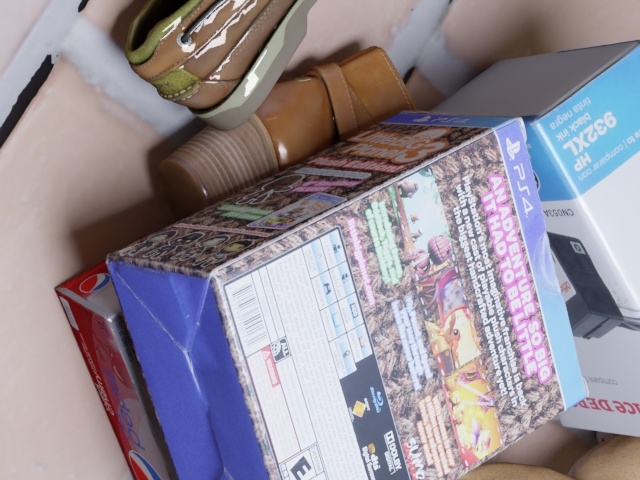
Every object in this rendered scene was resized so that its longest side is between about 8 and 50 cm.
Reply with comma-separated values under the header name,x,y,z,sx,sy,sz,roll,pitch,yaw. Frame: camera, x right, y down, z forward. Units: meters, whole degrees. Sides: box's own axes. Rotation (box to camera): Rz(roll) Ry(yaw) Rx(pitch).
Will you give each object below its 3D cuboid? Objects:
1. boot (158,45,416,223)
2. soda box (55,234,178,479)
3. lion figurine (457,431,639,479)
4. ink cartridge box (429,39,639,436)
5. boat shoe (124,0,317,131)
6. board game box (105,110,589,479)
name,x,y,z,sx,sy,sz,roll,pitch,yaw
boot,0.000,0.000,1.525,0.220,0.109,0.283,-33,115,-30
soda box,-0.109,0.133,1.481,0.092,0.083,0.263,-32,122,-25
lion figurine,0.266,0.213,1.694,0.392,0.240,0.142,-31,121,-26
ink cartridge box,0.230,0.005,1.560,0.129,0.223,0.307,-37,105,-22
boat shoe,-0.035,-0.235,1.403,0.104,0.111,0.307,33,77,-32
board game box,0.026,0.064,1.393,0.291,0.141,0.232,-26,110,-32
